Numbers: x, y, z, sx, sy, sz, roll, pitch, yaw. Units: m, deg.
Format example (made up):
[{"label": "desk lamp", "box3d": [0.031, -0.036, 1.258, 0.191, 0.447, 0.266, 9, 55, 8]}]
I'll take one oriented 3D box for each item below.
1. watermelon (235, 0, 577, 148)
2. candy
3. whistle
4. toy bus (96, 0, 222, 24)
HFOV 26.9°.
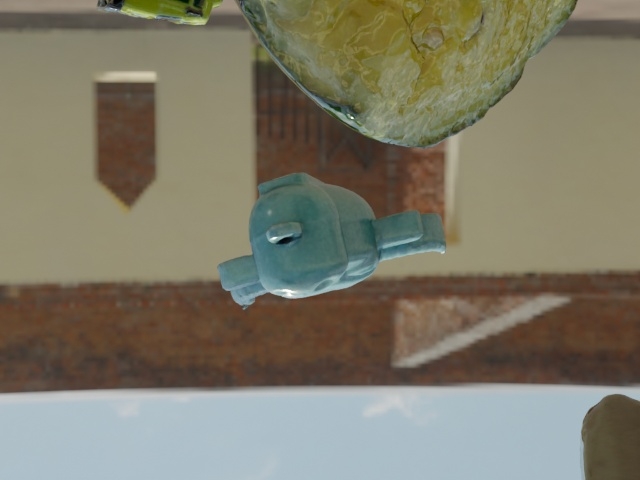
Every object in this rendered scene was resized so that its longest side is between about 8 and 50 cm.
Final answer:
[{"label": "watermelon", "box3d": [0.050, -0.240, 0.781, 0.189, 0.331, 0.330, 30, -163, 23]}, {"label": "candy", "box3d": [0.316, 0.256, 1.359, 0.104, 0.102, 0.234, 2, -146, 7]}, {"label": "whistle", "box3d": [0.000, 0.000, 1.070, 0.186, 0.093, 0.274, -15, 174, 12]}, {"label": "toy bus", "box3d": [-0.164, -0.376, 1.542, 0.150, 0.262, 0.128, 14, -174, -17]}]
